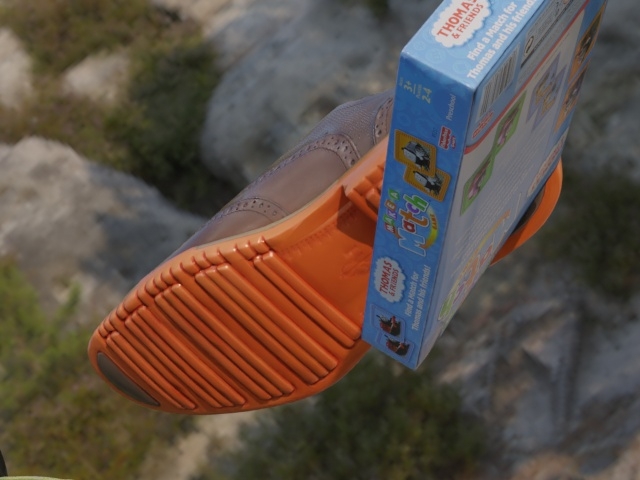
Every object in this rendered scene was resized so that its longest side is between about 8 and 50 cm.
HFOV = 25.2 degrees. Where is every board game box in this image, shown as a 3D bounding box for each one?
[{"bbox_3d":[0.081,-0.056,0.662,0.160,0.039,0.211,-52,-19,-31],"label":"board game box"}]

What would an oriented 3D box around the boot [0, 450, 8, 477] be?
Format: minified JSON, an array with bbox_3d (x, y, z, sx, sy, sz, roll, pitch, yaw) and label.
[{"bbox_3d":[-0.318,0.214,0.717,0.260,0.131,0.348,-24,12,11],"label":"boot"}]

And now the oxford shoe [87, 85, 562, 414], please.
[{"bbox_3d":[0.000,0.000,0.932,0.363,0.130,0.133,-29,28,25],"label":"oxford shoe"}]

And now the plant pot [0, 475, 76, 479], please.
[{"bbox_3d":[-0.081,0.120,0.406,0.083,0.083,0.079,-33,42,42],"label":"plant pot"}]
